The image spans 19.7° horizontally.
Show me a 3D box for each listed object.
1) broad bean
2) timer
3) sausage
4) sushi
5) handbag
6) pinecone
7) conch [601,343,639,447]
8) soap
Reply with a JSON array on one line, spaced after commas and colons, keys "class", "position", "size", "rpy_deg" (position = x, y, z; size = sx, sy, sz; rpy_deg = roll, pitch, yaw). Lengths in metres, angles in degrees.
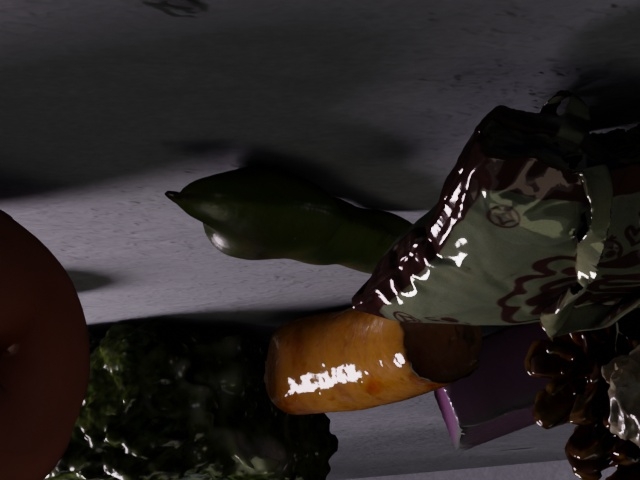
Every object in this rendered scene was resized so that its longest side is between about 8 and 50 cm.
[{"class": "broad bean", "position": [0.000, -0.008, 1.244], "size": [0.075, 0.067, 0.325], "rpy_deg": [27, -171, 33]}, {"class": "timer", "position": [-0.273, 0.082, 1.212], "size": [0.215, 0.230, 0.229], "rpy_deg": [-7, 167, 29]}, {"class": "sausage", "position": [0.042, 0.104, 1.703], "size": [0.109, 0.109, 0.270], "rpy_deg": [6, 166, -35]}, {"class": "sushi", "position": [-0.149, 0.191, 1.900], "size": [0.294, 0.178, 0.352], "rpy_deg": [-16, 159, 42]}, {"class": "handbag", "position": [0.149, -0.012, 1.086], "size": [0.213, 0.127, 0.235], "rpy_deg": [0, 157, -16]}, {"class": "pinecone", "position": [0.300, 0.129, 1.537], "size": [0.292, 0.246, 0.246], "rpy_deg": [20, 158, -36]}, {"class": "conch", "position": [0.337, 0.032, 1.116], "size": [0.352, 0.297, 0.210], "rpy_deg": [3, 128, 23]}, {"class": "soap", "position": [0.205, 0.135, 1.821], "size": [0.181, 0.081, 0.259], "rpy_deg": [-20, 169, 0]}]
